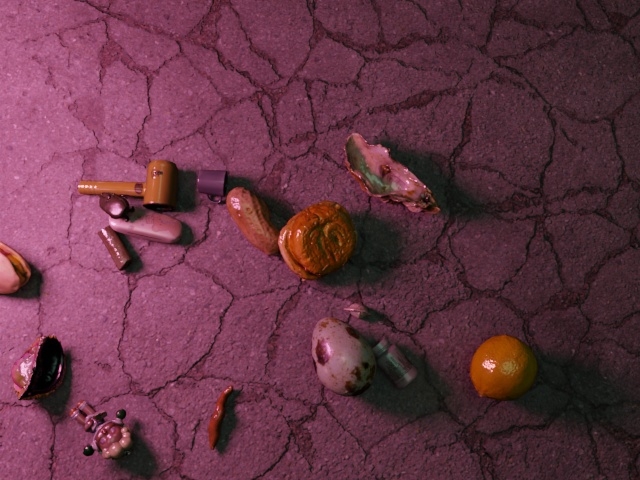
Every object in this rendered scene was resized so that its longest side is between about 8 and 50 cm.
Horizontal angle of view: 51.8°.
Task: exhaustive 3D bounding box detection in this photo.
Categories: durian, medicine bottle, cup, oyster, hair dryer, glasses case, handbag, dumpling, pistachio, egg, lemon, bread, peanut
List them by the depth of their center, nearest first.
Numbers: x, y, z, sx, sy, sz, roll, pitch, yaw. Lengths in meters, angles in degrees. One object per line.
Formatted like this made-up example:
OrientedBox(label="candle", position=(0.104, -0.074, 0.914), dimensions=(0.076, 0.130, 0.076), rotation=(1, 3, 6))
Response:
OrientedBox(label="durian", position=(-0.760, 0.346, 1.766), dimensions=(0.108, 0.119, 0.186), rotation=(-5, 63, 30))
OrientedBox(label="pistachio", position=(-0.888, 0.068, 1.787), dimensions=(0.200, 0.117, 0.145), rotation=(29, 115, -8))
OrientedBox(label="egg", position=(0.058, 0.319, 1.820), dimensions=(0.169, 0.169, 0.231), rotation=(-24, 76, -11))
OrientedBox(label="handbag", position=(-0.573, -0.100, 1.829), dimensions=(0.111, 0.047, 0.072), rotation=(28, 83, 20))
OrientedBox(label="lemon", position=(0.515, 0.365, 1.863), dimensions=(0.178, 0.178, 0.203), rotation=(42, 76, 2))
OrientedBox(label="glasses case", position=(-0.495, -0.045, 1.873), dimensions=(0.204, 0.051, 0.081), rotation=(12, 57, -11))
OrientedBox(label="medicine bottle", position=(0.206, 0.347, 1.877), dimensions=(0.079, 0.079, 0.140), rotation=(-40, 85, -12))
OrientedBox(label="bread", position=(-0.001, -0.003, 1.885), dimensions=(0.236, 0.120, 0.198), rotation=(-35, 105, -20))
OrientedBox(label="hair dryer", position=(-0.551, -0.161, 1.889), dimensions=(0.279, 0.090, 0.135), rotation=(2, 79, 0))
OrientedBox(label="peanut", position=(-0.186, -0.058, 1.901), dimensions=(0.108, 0.095, 0.226), rotation=(-32, 86, -23))
OrientedBox(label="dumpling", position=(0.111, 0.204, 1.904), dimensions=(0.077, 0.059, 0.043), rotation=(36, 87, 4))
OrientedBox(label="cup", position=(-0.315, -0.158, 1.922), dimensions=(0.077, 0.078, 0.100), rotation=(6, 109, -1))
OrientedBox(label="oyster", position=(0.207, -0.180, 1.968), dimensions=(0.341, 0.110, 0.166), rotation=(27, 72, 2))

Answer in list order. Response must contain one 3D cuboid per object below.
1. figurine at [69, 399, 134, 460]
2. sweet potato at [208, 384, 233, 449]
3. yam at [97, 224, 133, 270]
OrientedBox(label="figurine", position=(-0.577, 0.502, 1.744), dimensions=(0.197, 0.093, 0.147), rotation=(39, 67, 3))
OrientedBox(label="sweet potato", position=(-0.279, 0.484, 1.811), dimensions=(0.044, 0.044, 0.179), rotation=(14, 78, -4))
OrientedBox(label="yam", position=(-0.578, 0.018, 1.861), dimensions=(0.054, 0.054, 0.132), rotation=(-31, 83, -12))
